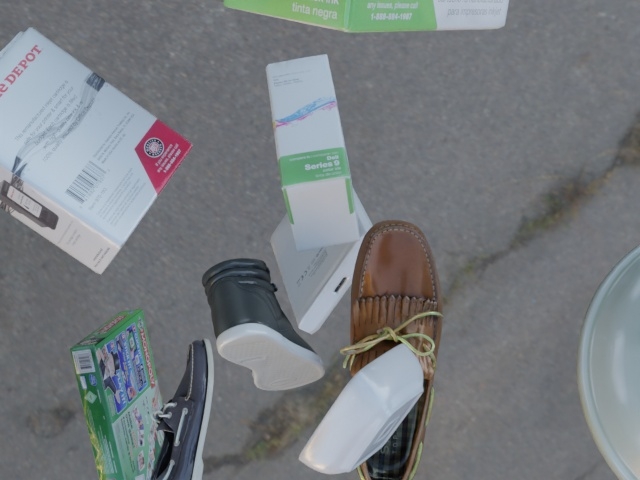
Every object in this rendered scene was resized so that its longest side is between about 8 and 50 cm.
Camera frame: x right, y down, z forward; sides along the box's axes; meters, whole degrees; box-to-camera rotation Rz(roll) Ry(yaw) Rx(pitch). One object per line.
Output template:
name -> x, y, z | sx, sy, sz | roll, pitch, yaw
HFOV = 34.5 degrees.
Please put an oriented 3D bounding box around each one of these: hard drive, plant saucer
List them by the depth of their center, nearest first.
plant saucer -> 0.508, 0.151, 1.199 | 0.400, 0.400, 0.100 | -44, 166, -11
hard drive -> 0.000, 0.000, 1.801 | 0.040, 0.307, 0.203 | 27, 109, -23

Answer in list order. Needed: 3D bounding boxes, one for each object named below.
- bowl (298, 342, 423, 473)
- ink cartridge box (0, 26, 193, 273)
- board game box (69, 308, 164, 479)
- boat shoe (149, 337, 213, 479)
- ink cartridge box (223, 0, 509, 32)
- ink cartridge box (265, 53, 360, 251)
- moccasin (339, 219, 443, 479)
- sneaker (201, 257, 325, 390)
bowl -> 0.051, 0.186, 1.098 | 0.142, 0.053, 0.142 | -57, 162, 23
ink cartridge box -> -0.189, -0.066, 0.761 | 0.150, 0.063, 0.109 | 36, 56, -9
board game box -> -0.318, 0.294, 1.706 | 0.046, 0.213, 0.317 | -8, 100, 11
boat shoe -> -0.161, 0.208, 1.172 | 0.065, 0.075, 0.206 | 8, 71, -10
ink cartridge box -> 0.050, -0.284, 0.686 | 0.198, 0.115, 0.272 | -15, 118, -49
ink cartridge box -> -0.011, -0.117, 1.378 | 0.093, 0.212, 0.154 | -11, 146, 1
moccasin -> 0.094, 0.162, 1.409 | 0.139, 0.147, 0.379 | 8, 97, 1
sneaker -> -0.075, 0.115, 1.451 | 0.105, 0.146, 0.296 | -20, 153, 10
